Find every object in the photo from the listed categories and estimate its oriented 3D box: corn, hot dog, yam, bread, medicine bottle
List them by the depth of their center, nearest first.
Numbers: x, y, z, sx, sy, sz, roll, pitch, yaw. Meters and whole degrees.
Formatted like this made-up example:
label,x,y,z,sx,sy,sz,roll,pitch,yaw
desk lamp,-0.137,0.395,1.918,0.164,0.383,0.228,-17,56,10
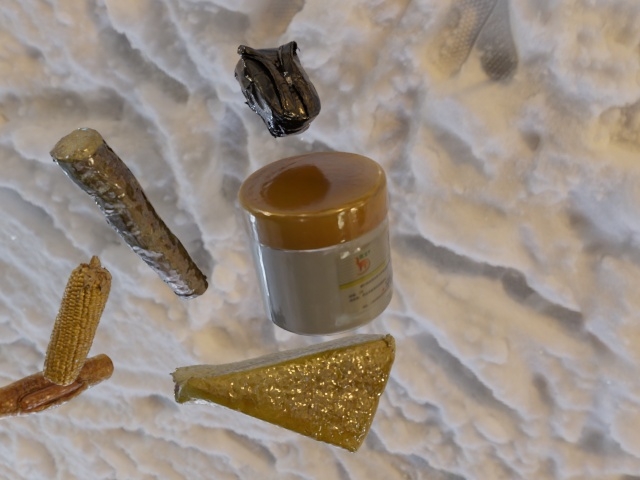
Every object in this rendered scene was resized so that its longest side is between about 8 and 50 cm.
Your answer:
label,x,y,z,sx,sy,sz,roll,pitch,yaw
corn,-0.152,0.050,0.380,0.028,0.027,0.083,17,89,47
hot dog,-0.292,0.163,0.665,0.028,0.137,0.044,8,105,43
yam,-0.213,-0.017,0.718,0.061,0.061,0.274,4,142,26
medicine bottle,0.000,0.000,1.005,0.237,0.238,0.232,7,124,25
bread,-0.081,0.236,1.156,0.361,0.245,0.233,23,167,-13

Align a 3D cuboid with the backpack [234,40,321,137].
label,x,y,z,sx,sy,sz,roll,pitch,yaw
backpack,-0.073,-0.253,1.035,0.165,0.119,0.106,69,153,20
